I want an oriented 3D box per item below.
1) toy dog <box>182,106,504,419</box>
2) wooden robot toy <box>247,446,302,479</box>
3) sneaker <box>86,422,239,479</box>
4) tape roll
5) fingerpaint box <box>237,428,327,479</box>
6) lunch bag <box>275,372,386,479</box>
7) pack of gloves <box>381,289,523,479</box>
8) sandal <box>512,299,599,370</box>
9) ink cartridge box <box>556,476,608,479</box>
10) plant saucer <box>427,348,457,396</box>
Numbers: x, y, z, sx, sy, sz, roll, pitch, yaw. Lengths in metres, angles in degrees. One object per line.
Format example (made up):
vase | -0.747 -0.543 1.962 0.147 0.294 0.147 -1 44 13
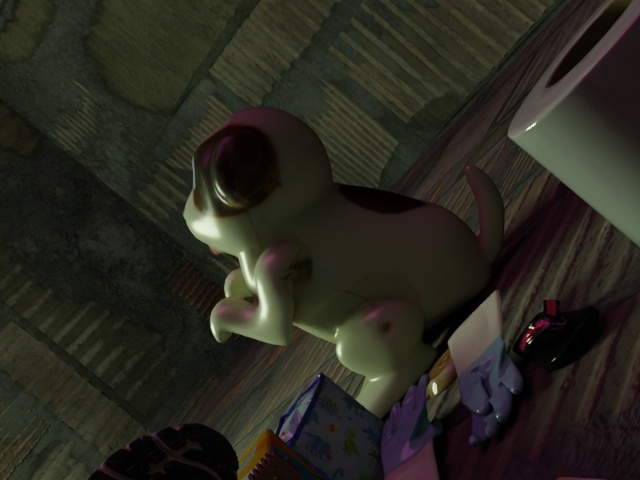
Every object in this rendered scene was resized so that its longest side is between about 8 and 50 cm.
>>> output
toy dog | 0.000 0.000 1.586 0.395 0.408 0.284 -49 5 28
wooden robot toy | -0.096 0.207 0.852 0.173 0.079 0.076 -48 5 11
sneaker | -0.179 0.265 0.976 0.283 0.110 0.122 -49 1 -15
tape roll | 0.311 -0.135 1.080 0.246 0.169 0.246 -51 4 5
fingerpaint box | -0.129 0.407 1.013 0.445 0.163 0.371 -48 4 -1
lunch bag | 0.017 0.231 1.277 0.096 0.129 0.151 -51 5 13
pack of gloves | 0.137 0.177 1.192 0.195 0.046 0.232 -48 14 19
sandal | 0.208 0.084 1.122 0.067 0.040 0.179 -51 4 -9
ink cartridge box | 0.147 0.204 0.678 0.145 0.045 0.179 -52 2 -16
plant saucer | 0.149 0.147 1.402 0.083 0.015 0.083 -51 4 5
